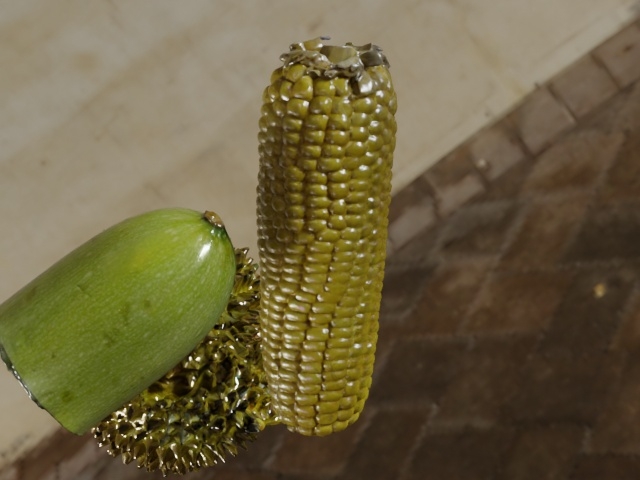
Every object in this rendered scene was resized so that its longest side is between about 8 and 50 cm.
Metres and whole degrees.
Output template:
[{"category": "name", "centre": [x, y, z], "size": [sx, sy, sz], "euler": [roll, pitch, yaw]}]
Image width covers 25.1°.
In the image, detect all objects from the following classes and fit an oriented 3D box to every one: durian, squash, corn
[{"category": "durian", "centre": [-0.159, 0.117, 1.523], "size": [0.258, 0.258, 0.293], "euler": [-32, 62, 17]}, {"category": "squash", "centre": [-0.141, 0.043, 1.047], "size": [0.186, 0.123, 0.123], "euler": [-38, 25, 7]}, {"category": "corn", "centre": [0.000, 0.000, 1.097], "size": [0.106, 0.305, 0.106], "euler": [3, 17, -1]}]
